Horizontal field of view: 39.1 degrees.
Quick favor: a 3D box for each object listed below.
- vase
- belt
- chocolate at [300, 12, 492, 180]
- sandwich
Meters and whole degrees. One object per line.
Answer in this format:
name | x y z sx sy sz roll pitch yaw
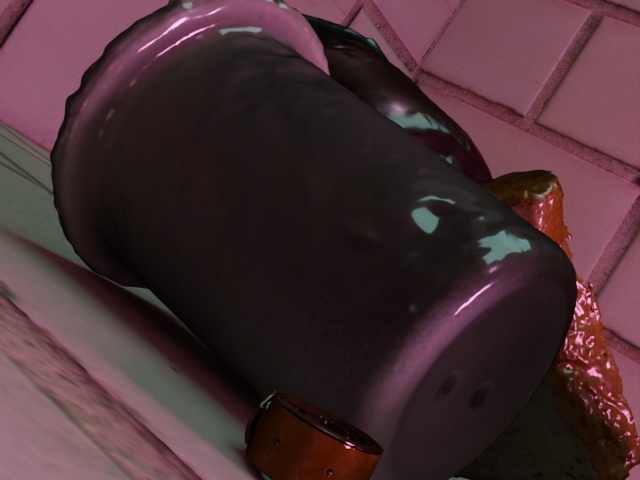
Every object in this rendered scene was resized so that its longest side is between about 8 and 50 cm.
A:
vase | 0.000 0.000 0.575 0.291 0.245 0.245 38 0 37
belt | -0.005 0.095 0.407 0.059 0.036 0.083 27 -5 12
chocolate | 0.007 -0.027 0.965 0.383 0.384 0.331 36 6 -28
sandwich | 0.121 0.078 0.727 0.226 0.087 0.251 -2 -68 49
